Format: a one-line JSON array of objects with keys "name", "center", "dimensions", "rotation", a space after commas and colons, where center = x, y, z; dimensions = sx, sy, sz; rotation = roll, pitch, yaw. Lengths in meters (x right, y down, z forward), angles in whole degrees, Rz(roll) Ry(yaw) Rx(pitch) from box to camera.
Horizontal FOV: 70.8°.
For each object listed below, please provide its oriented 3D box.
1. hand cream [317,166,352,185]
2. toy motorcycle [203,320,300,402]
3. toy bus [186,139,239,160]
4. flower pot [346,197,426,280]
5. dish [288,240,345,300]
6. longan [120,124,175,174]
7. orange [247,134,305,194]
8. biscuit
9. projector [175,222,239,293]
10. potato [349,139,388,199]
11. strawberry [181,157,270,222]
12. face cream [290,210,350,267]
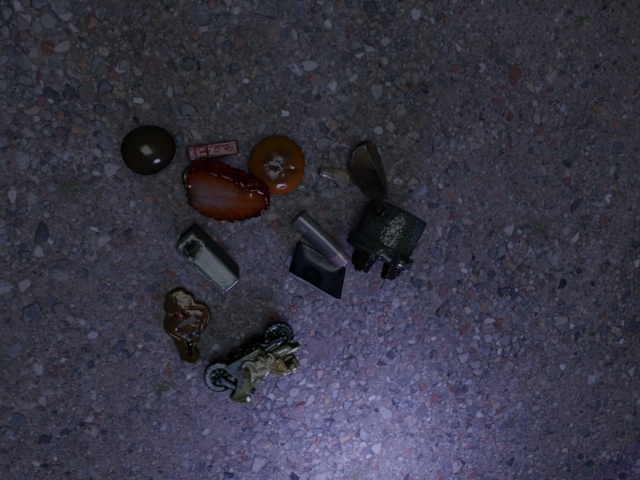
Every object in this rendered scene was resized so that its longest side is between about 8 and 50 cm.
[{"name": "hand cream", "center": [0.059, -0.260, 1.799], "dimensions": [0.143, 0.039, 0.061], "rotation": [9, 98, -18]}, {"name": "toy motorcycle", "center": [-0.261, 0.510, 1.838], "dimensions": [0.410, 0.169, 0.237], "rotation": [-35, 108, -2]}, {"name": "toy bus", "center": [-0.400, -0.334, 1.670], "dimensions": [0.192, 0.077, 0.065], "rotation": [-10, 102, -9]}, {"name": "flower pot", "center": [0.256, 0.011, 1.760], "dimensions": [0.299, 0.299, 0.283], "rotation": [27, 92, -15]}, {"name": "dish", "center": [-0.024, 0.137, 1.830], "dimensions": [0.243, 0.182, 0.080], "rotation": [30, 133, -15]}, {"name": "longan", "center": [-0.609, -0.320, 1.594], "dimensions": [0.189, 0.189, 0.189], "rotation": [-2, 103, -11]}, {"name": "orange", "center": [-0.161, -0.279, 1.681], "dimensions": [0.224, 0.170, 0.224], "rotation": [-2, 103, -9]}, {"name": "biscuit", "center": [-0.537, 0.346, 1.814], "dimensions": [0.183, 0.047, 0.320], "rotation": [2, 103, -9]}, {"name": "projector", "center": [-0.424, 0.068, 1.695], "dimensions": [0.099, 0.192, 0.257], "rotation": [-42, 107, -1]}, {"name": "potato", "center": [0.190, -0.291, 1.804], "dimensions": [0.120, 0.100, 0.261], "rotation": [-7, 125, 29]}, {"name": "strawberry", "center": [-0.330, -0.194, 1.631], "dimensions": [0.336, 0.149, 0.265], "rotation": [9, 140, 13]}, {"name": "face cream", "center": [0.000, 0.000, 1.807], "dimensions": [0.269, 0.107, 0.073], "rotation": [45, 72, -11]}]
